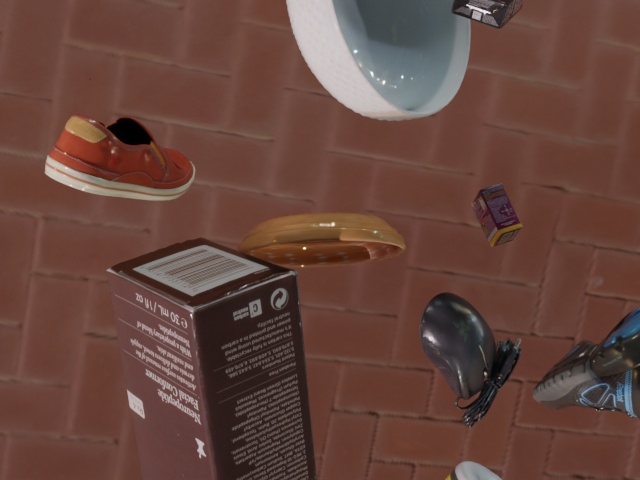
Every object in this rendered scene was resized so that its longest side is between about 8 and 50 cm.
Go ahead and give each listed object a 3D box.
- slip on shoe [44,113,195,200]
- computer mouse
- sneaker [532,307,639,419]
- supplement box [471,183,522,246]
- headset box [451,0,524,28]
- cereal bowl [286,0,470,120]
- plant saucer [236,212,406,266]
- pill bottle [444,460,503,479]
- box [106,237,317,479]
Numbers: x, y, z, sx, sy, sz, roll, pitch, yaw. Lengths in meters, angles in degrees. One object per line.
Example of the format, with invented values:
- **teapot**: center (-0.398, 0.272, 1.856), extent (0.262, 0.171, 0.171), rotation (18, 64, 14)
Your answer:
- **slip on shoe**: center (-0.269, -0.123, 1.305), extent (0.123, 0.331, 0.101), rotation (25, 99, 17)
- **computer mouse**: center (0.268, 0.194, 1.570), extent (0.188, 0.072, 0.272), rotation (-55, 128, -20)
- **sneaker**: center (0.426, 0.215, 1.328), extent (0.125, 0.341, 0.140), rotation (-41, 83, -20)
- **supplement box**: center (0.285, -0.041, 1.461), extent (0.043, 0.055, 0.083), rotation (-17, 70, -13)
- **headset box**: center (0.196, -0.279, 1.036), extent (0.062, 0.083, 0.032), rotation (25, 133, 19)
- **cereal bowl**: center (0.068, -0.334, 1.294), extent (0.338, 0.141, 0.339), rotation (7, 81, -47)
- **plant saucer**: center (0.000, 0.000, 1.064), extent (0.199, 0.200, 0.037), rotation (0, 81, -14)
- **pill bottle**: center (0.132, 0.331, 0.948), extent (0.103, 0.103, 0.184), rotation (34, 101, -17)
- **box**: center (-0.115, 0.207, 1.015), extent (0.143, 0.191, 0.382), rotation (-20, 113, -35)
